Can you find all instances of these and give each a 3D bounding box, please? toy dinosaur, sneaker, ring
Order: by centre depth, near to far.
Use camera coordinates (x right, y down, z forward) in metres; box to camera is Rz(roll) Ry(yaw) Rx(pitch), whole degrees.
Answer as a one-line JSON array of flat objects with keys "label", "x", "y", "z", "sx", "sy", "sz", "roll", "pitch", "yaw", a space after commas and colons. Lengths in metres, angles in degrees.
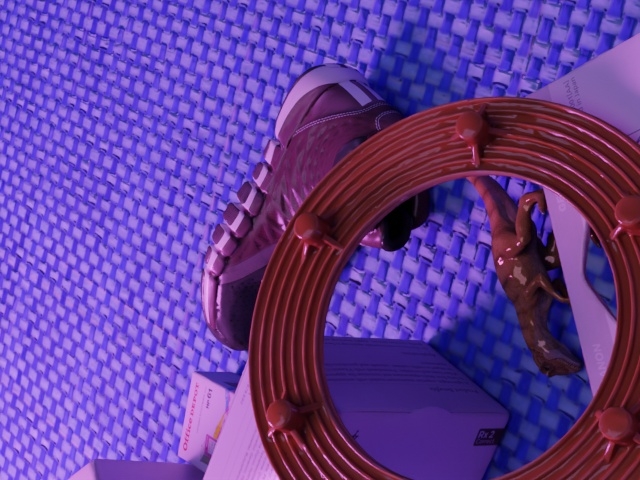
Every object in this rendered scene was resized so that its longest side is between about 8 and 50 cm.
[{"label": "ring", "x": 0.091, "y": 0.054, "z": 0.948, "sx": 0.336, "sy": 0.032, "sz": 0.337, "roll": -11, "pitch": 66, "yaw": 27}, {"label": "toy dinosaur", "x": 0.149, "y": -0.001, "z": 1.068, "sx": 0.112, "sy": 0.064, "sz": 0.211, "roll": -41, "pitch": 56, "yaw": 41}, {"label": "sneaker", "x": 0.000, "y": 0.000, "z": 1.218, "sx": 0.162, "sy": 0.106, "sz": 0.281, "roll": 39, "pitch": 115, "yaw": 42}]

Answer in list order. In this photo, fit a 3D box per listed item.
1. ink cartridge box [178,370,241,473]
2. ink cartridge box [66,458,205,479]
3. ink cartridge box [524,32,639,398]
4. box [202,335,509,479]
[{"label": "ink cartridge box", "x": -0.076, "y": 0.182, "z": 1.327, "sx": 0.122, "sy": 0.052, "sz": 0.088, "roll": 20, "pitch": 102, "yaw": 51}, {"label": "ink cartridge box", "x": -0.200, "y": 0.335, "z": 1.335, "sx": 0.232, "sy": 0.171, "sz": 0.168, "roll": -40, "pitch": 59, "yaw": 27}, {"label": "ink cartridge box", "x": 0.274, "y": -0.014, "z": 0.915, "sx": 0.261, "sy": 0.066, "sz": 0.296, "roll": -30, "pitch": 63, "yaw": 45}, {"label": "box", "x": 0.021, "y": 0.179, "z": 1.108, "sx": 0.119, "sy": 0.181, "sz": 0.182, "roll": 39, "pitch": 115, "yaw": 45}]
